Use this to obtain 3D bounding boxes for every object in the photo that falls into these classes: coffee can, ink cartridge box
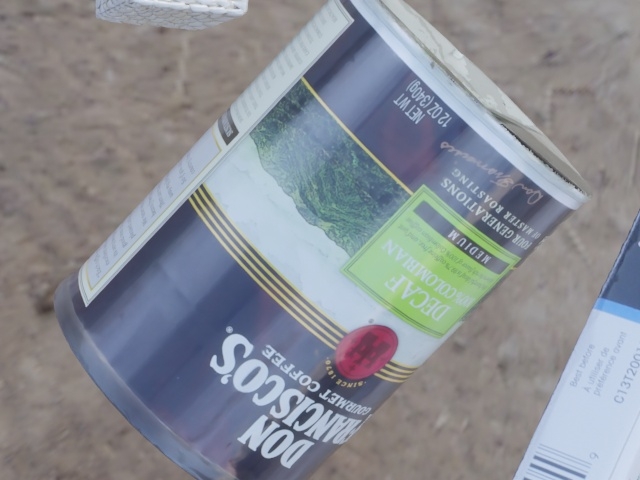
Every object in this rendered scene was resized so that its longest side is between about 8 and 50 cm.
[{"bbox_3d":[0.000,0.000,1.109,0.201,0.201,0.275,44,101,2],"label":"coffee can"},{"bbox_3d":[0.145,0.089,0.728,0.045,0.208,0.206,19,77,33],"label":"ink cartridge box"}]

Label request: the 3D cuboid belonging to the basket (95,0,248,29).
[{"bbox_3d":[-0.123,-0.236,1.511,0.113,0.167,0.103,4,91,-18],"label":"basket"}]
